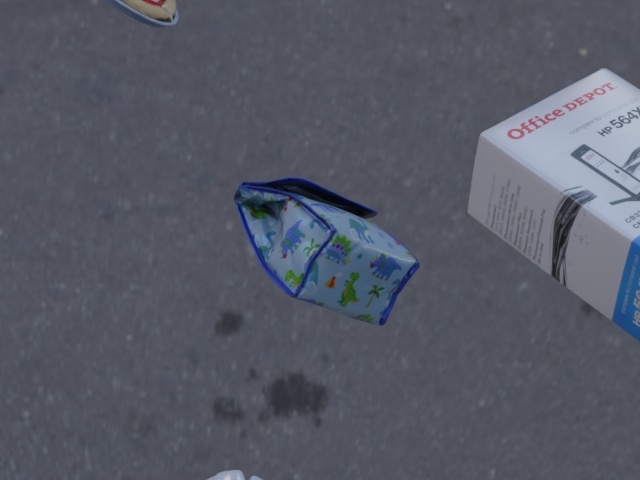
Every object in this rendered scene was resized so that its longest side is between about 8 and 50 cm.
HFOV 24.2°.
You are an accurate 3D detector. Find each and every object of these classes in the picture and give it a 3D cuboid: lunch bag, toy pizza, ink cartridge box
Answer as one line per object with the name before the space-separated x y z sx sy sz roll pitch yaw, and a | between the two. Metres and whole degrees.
lunch bag | 0.000 0.000 1.427 0.129 0.096 0.151 23 12 -41
toy pizza | -0.201 -0.271 1.354 0.032 0.201 0.201 -45 65 16
ink cartridge box | 0.233 -0.028 1.125 0.148 0.086 0.203 -28 51 -30

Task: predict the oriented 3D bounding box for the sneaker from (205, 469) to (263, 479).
sneaker | 0.009 0.304 1.217 0.292 0.118 0.110 31 95 -5
